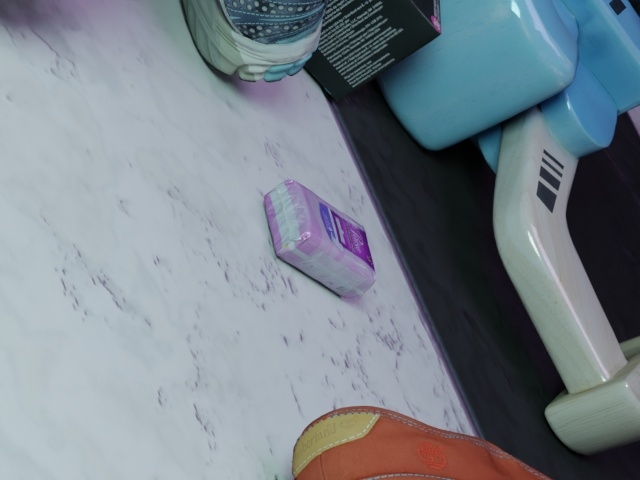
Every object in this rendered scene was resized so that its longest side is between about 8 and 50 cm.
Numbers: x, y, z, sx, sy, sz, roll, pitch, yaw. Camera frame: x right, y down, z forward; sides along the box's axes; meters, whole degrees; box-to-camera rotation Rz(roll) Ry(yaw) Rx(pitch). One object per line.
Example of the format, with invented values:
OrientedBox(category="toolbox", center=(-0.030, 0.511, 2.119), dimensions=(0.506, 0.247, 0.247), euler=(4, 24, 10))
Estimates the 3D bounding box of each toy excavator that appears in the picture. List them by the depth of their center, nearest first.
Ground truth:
OrientedBox(category="toy excavator", center=(0.167, -0.100, 1.390), dimensions=(0.433, 0.222, 0.445), euler=(49, 37, -23))

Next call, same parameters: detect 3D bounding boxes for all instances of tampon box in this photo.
OrientedBox(category="tampon box", center=(0.004, -0.213, 1.264), dimensions=(0.161, 0.101, 0.120), euler=(47, 24, -26))

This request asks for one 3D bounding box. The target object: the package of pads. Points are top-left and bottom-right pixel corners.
OrientedBox(category="package of pads", center=(0.000, 0.000, 1.071), dimensions=(0.083, 0.032, 0.050), euler=(34, 35, -46))

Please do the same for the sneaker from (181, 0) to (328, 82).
OrientedBox(category="sneaker", center=(-0.058, -0.253, 1.107), dimensions=(0.110, 0.122, 0.283), euler=(-16, 71, -28))

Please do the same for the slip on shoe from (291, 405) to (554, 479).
OrientedBox(category="slip on shoe", center=(0.101, 0.168, 0.965), dimensions=(0.331, 0.123, 0.101), euler=(25, 35, -47))
